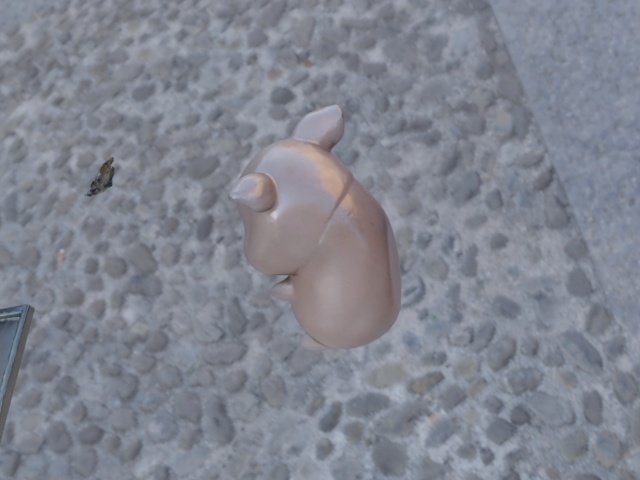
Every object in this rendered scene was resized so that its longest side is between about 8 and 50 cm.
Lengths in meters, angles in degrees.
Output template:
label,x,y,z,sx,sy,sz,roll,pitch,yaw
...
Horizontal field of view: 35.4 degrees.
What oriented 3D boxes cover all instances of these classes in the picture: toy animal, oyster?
label,x,y,z,sx,sy,sz,roll,pitch,yaw
toy animal,0.002,0.004,1.072,0.154,0.250,0.166,-17,28,30
oyster,-0.282,-0.077,1.303,0.054,0.019,0.083,-53,4,-24

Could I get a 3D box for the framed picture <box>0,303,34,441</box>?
label,x,y,z,sx,sy,sz,roll,pitch,yaw
framed picture,-0.431,0.211,1.128,0.209,0.019,0.281,-10,58,29
